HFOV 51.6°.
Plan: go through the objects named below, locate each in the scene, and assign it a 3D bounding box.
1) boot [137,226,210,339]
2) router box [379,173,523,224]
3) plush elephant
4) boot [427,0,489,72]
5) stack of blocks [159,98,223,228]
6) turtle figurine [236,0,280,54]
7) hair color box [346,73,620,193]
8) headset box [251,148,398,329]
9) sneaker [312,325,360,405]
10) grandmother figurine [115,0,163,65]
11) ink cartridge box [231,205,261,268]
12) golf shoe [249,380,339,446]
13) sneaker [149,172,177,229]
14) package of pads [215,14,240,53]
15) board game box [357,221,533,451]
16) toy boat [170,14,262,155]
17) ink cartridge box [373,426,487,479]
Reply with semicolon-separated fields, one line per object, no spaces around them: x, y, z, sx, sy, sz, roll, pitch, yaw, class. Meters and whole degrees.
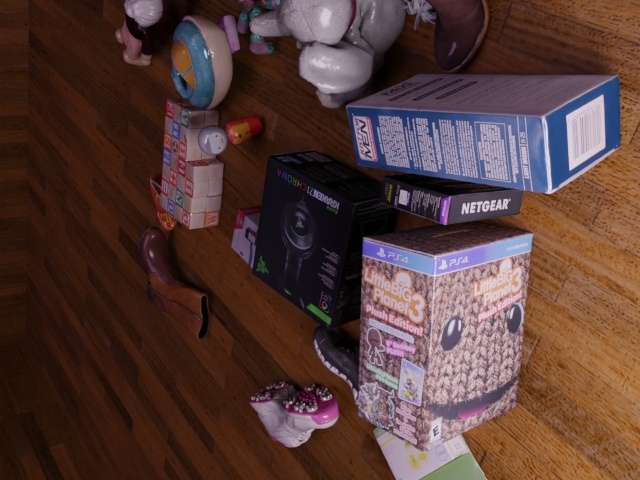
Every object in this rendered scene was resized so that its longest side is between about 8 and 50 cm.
-0.417;0.117;1.887;0.280;0.096;0.264;26;117;45;boot
0.198;-0.068;1.000;0.133;0.179;0.046;24;114;47;router box
0.009;-0.373;1.108;0.330;0.255;0.272;1;99;51;plush elephant
0.160;-0.370;0.958;0.090;0.207;0.248;35;124;42;boot
-0.330;-0.200;1.711;0.171;0.087;0.297;32;122;43;stack of blocks
-0.122;-0.509;1.354;0.234;0.118;0.175;110;154;-52;turtle figurine
0.219;-0.165;0.947;0.347;0.174;0.105;18;128;49;hair color box
0.000;0.000;1.292;0.246;0.131;0.283;33;124;37;headset box
0.075;0.241;1.315;0.234;0.078;0.106;51;128;30;sneaker
-0.474;-0.571;1.736;0.208;0.104;0.342;64;160;-11;grandmother figurine
-0.136;0.004;1.531;0.150;0.063;0.109;41;128;39;ink cartridge box
-0.044;0.399;1.485;0.306;0.115;0.140;-11;100;58;golf shoe
-0.450;-0.110;1.919;0.067;0.064;0.175;125;132;-66;sneaker
-0.216;-0.479;1.550;0.050;0.032;0.083;-8;92;50;package of pads
0.189;0.130;1.015;0.141;0.232;0.291;16;111;48;board game box
-0.262;-0.349;1.511;0.318;0.148;0.267;62;160;11;toy boat
0.207;0.415;1.202;0.171;0.056;0.235;-51;57;43;ink cartridge box
